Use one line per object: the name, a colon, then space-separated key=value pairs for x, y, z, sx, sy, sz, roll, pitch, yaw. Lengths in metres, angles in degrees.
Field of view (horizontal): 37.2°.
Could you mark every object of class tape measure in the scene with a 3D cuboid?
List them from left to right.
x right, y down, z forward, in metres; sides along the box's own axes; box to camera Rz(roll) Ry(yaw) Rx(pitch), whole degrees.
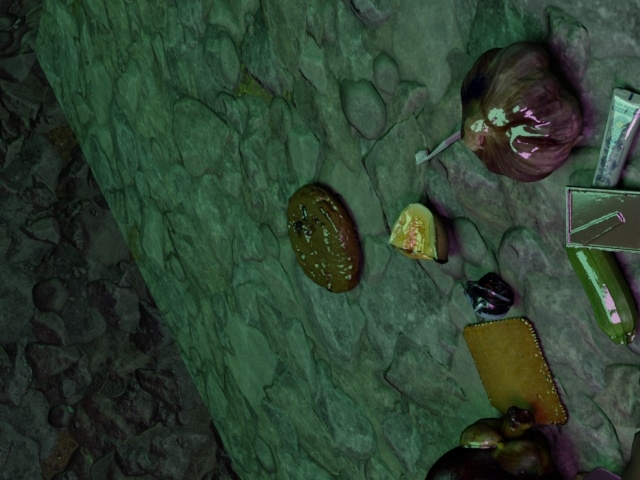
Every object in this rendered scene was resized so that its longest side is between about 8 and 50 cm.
tape measure: x=0.334 y=0.111 z=1.885 sx=0.094 sy=0.091 sz=0.054 roll=51 pitch=143 yaw=32

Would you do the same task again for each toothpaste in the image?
toothpaste: x=0.472 y=-0.133 z=1.541 sx=0.062 sy=0.039 sz=0.239 roll=29 pitch=133 yaw=30

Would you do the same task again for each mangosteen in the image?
mangosteen: x=0.350 y=0.525 z=1.930 sx=0.330 sy=0.330 sz=0.330 roll=38 pitch=139 yaw=43

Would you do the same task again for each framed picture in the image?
framed picture: x=0.475 y=-0.033 z=1.560 sx=0.149 sy=0.011 sz=0.109 roll=7 pitch=113 yaw=30

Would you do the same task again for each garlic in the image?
garlic: x=0.323 y=-0.211 z=1.616 sx=0.245 sy=0.160 sz=0.245 roll=37 pitch=137 yaw=44

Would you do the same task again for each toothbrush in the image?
toothbrush: x=0.261 y=-0.203 z=1.871 sx=0.286 sy=0.020 sz=0.025 roll=-30 pitch=77 yaw=61

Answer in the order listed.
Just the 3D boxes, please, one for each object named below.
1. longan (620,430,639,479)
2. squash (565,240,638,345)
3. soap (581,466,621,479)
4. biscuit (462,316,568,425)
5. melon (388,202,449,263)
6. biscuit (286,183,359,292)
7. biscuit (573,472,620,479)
longan: x=0.600 y=0.382 z=1.422 sx=0.288 sy=0.288 sz=0.350 roll=39 pitch=148 yaw=42
squash: x=0.484 y=0.077 z=1.629 sx=0.077 sy=0.068 sz=0.219 roll=-24 pitch=88 yaw=50
soap: x=0.577 y=0.594 z=1.700 sx=0.296 sy=0.107 sz=0.286 roll=25 pitch=124 yaw=36
biscuit: x=0.397 y=0.273 z=1.967 sx=0.237 sy=0.013 sz=0.232 roll=-20 pitch=92 yaw=62
melon: x=0.225 y=-0.015 z=2.012 sx=0.160 sy=0.079 sz=0.128 roll=21 pitch=108 yaw=55
biscuit: x=-0.002 y=0.000 z=2.396 sx=0.296 sy=0.075 sz=0.296 roll=39 pitch=140 yaw=42
biscuit: x=0.601 y=0.603 z=1.812 sx=0.217 sy=0.044 sz=0.325 roll=-11 pitch=99 yaw=59
